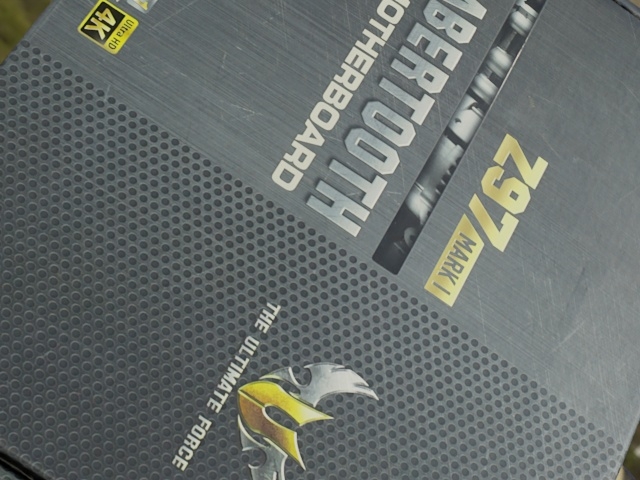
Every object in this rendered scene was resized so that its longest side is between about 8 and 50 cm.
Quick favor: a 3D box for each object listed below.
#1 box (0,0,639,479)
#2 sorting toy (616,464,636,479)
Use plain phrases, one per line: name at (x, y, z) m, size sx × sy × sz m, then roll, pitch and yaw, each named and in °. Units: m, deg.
box at (0.000, 0.000, 0.449) m, size 0.183 × 0.232 × 0.059 m, roll 35°, pitch -34°, yaw -5°
sorting toy at (0.115, 0.224, 0.849) m, size 0.347 × 0.196 × 0.047 m, roll 49°, pitch 17°, yaw -15°
